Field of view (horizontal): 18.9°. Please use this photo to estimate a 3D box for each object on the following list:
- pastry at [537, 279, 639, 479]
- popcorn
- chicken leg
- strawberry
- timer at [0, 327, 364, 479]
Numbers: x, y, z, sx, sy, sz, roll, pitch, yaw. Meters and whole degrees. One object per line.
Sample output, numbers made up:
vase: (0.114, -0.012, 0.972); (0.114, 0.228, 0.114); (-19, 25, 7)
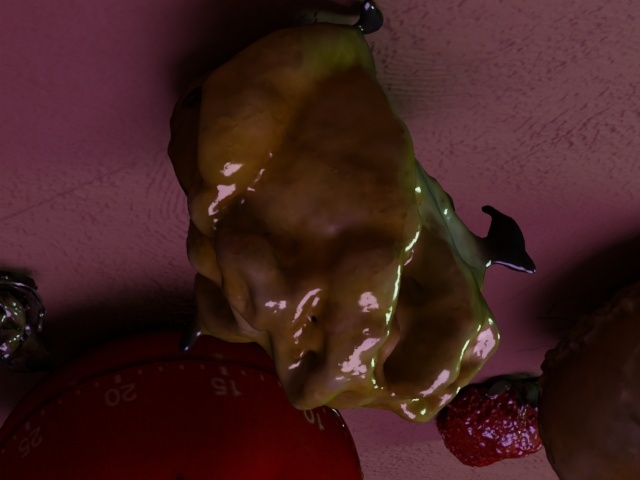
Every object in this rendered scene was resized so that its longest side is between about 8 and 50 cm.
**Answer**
pastry: (0.416, 0.148, 1.955); (0.410, 0.245, 0.409); (-12, 156, -5)
popcorn: (0.000, 0.000, 1.467); (0.281, 0.316, 0.297); (-37, 177, 4)
chicken leg: (-0.295, 0.078, 1.729); (0.125, 0.080, 0.196); (-18, 162, 33)
strawberry: (0.198, 0.217, 2.203); (0.147, 0.082, 0.187); (8, 152, -22)
timer: (-0.143, 0.265, 1.861); (0.378, 0.279, 0.378); (-7, 127, -9)
